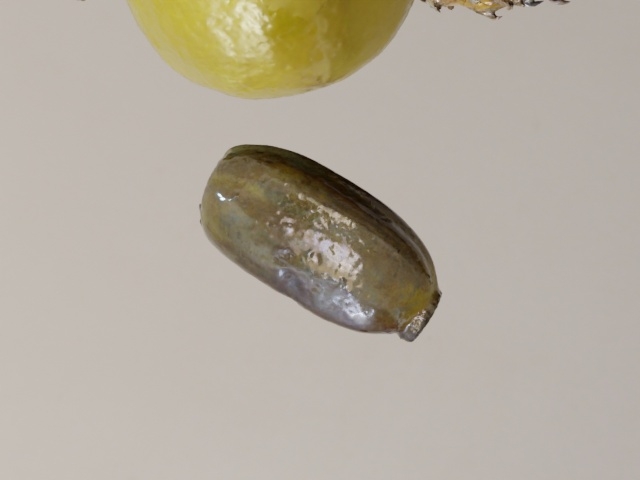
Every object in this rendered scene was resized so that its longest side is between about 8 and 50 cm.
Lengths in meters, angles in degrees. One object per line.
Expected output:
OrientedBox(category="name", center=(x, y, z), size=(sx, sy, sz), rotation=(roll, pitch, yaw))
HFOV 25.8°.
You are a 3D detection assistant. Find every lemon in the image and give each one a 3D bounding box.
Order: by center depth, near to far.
OrientedBox(category="lemon", center=(-0.058, -0.314, 1.456), size=(0.348, 0.347, 0.348), rotation=(-163, 90, -71))

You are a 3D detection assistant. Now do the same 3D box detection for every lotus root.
OrientedBox(category="lotus root", center=(0.000, 0.000, 1.246), size=(0.123, 0.241, 0.124), rotation=(-63, -7, 8))

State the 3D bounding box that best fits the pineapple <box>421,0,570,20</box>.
OrientedBox(category="pineapple", center=(0.219, -0.450, 1.743), size=(0.300, 0.352, 0.352), rotation=(-13, 54, 26))
